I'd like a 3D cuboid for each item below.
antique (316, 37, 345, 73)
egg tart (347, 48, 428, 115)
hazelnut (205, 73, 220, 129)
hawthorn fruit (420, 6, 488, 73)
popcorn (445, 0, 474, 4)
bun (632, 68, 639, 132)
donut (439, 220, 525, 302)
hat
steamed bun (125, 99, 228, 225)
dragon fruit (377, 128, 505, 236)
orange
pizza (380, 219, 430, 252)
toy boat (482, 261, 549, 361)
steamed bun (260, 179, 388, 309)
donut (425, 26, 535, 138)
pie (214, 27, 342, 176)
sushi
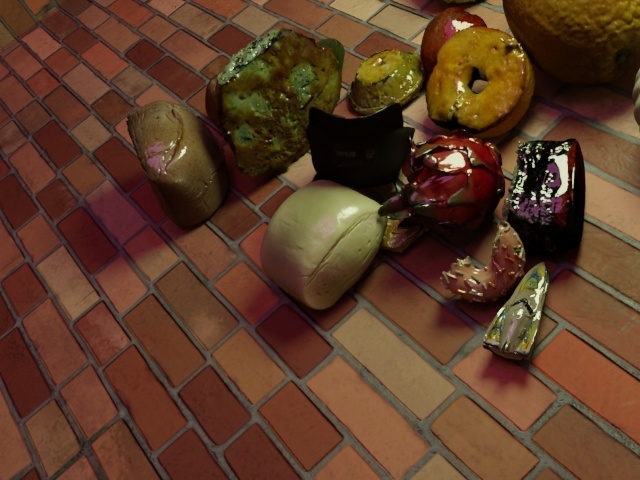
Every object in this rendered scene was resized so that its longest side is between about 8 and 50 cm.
[{"bbox_3d":[-0.005,-0.428,1.981,0.081,0.080,0.221,7,54,31],"label":"antique"},{"bbox_3d":[0.157,-0.398,1.866,0.212,0.090,0.213,-18,43,18],"label":"egg tart"},{"bbox_3d":[-0.233,-0.363,1.997,0.150,0.150,0.150,-15,47,16],"label":"hazelnut"},{"bbox_3d":[0.301,-0.437,1.789,0.162,0.162,0.203,23,77,40],"label":"hawthorn fruit"},{"bbox_3d":[0.355,-0.731,1.975,0.225,0.249,0.249,-20,37,54],"label":"popcorn"},{"bbox_3d":[0.670,-0.223,1.400,0.263,0.175,0.263,6,61,-12],"label":"bun"},{"bbox_3d":[0.302,0.058,1.372,0.166,0.117,0.065,-45,-4,22],"label":"donut"},{"bbox_3d":[0.078,-0.165,1.597,0.238,0.336,0.209,1,89,8],"label":"hat"},{"bbox_3d":[-0.332,-0.201,1.853,0.199,0.251,0.301,-24,47,-8],"label":"steamed bun"},{"bbox_3d":[0.243,-0.105,1.476,0.274,0.192,0.193,-32,49,-28],"label":"dragon fruit"},{"bbox_3d":[0.544,-0.495,1.579,0.322,0.322,0.357,-21,57,10],"label":"orange"},{"bbox_3d":[0.144,-0.019,1.573,0.160,0.036,0.099,9,60,32],"label":"pizza"},{"bbox_3d":[0.351,0.120,1.324,0.084,0.066,0.210,11,57,32],"label":"toy boat"},{"bbox_3d":[0.000,0.000,1.529,0.200,0.155,0.250,34,90,43],"label":"steamed bun"},{"bbox_3d":[0.339,-0.335,1.637,0.253,0.118,0.254,-7,79,40],"label":"donut"},{"bbox_3d":[-0.101,-0.321,1.792,0.355,0.288,0.103,-46,39,-9],"label":"pie"},{"bbox_3d":[0.416,-0.080,1.417,0.126,0.136,0.225,-2,58,29],"label":"sushi"}]
